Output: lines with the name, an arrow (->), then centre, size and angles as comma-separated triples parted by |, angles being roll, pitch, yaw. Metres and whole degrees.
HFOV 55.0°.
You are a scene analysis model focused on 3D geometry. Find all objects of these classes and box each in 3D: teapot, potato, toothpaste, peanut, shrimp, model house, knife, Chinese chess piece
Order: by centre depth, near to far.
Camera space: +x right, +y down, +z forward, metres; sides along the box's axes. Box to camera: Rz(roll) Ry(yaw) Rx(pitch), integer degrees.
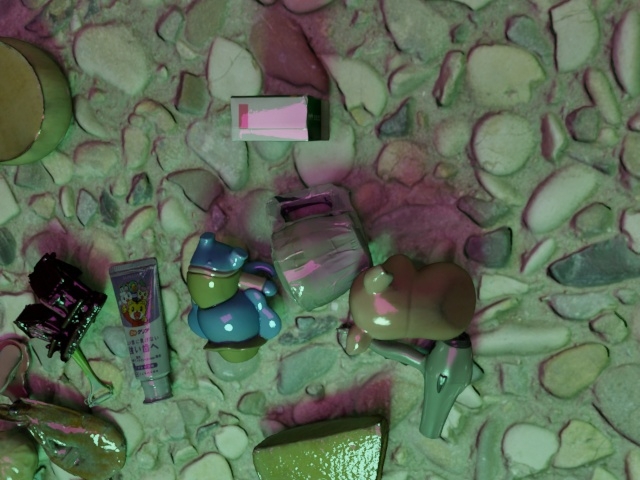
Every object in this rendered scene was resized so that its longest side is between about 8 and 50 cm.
teapot -> 0.005, 0.010, 1.161 | 0.178, 0.222, 0.163 | -24, 134, 6
potato -> -0.003, 0.441, 1.245 | 0.255, 0.112, 0.270 | 11, 99, 14
Chinese chess piece -> -0.639, -0.282, 1.255 | 0.257, 0.104, 0.258 | 3, 101, 13
model house -> -0.558, 0.143, 1.294 | 0.164, 0.141, 0.203 | 31, 102, -16
toothpaste -> -0.373, 0.193, 1.307 | 0.113, 0.073, 0.300 | -12, 90, 14
knife -> -0.531, 0.292, 1.378 | 0.078, 0.022, 0.166 | -30, 93, 9
shrimp -> -0.591, 0.448, 1.389 | 0.317, 0.077, 0.168 | 21, 104, -1
peanut -> -0.754, 0.588, 1.423 | 0.152, 0.152, 0.313 | 27, 107, 7

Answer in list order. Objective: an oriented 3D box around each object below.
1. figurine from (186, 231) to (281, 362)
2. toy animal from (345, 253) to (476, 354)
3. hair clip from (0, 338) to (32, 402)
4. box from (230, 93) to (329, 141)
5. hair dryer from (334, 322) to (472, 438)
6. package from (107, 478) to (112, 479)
figurine -> -0.169, 0.115, 1.197 | 0.179, 0.154, 0.262 | -1, 116, -12
toy animal -> 0.161, 0.107, 1.070 | 0.250, 0.154, 0.167 | -2, 101, -28
hair clip -> -0.716, 0.301, 1.419 | 0.123, 0.102, 0.138 | 21, 72, 6
box -> -0.065, -0.214, 1.088 | 0.135, 0.199, 0.081 | 2, 98, 10
hair dryer -> 0.168, 0.275, 1.206 | 0.266, 0.092, 0.229 | 0, 107, 27
package -> -0.528, 0.613, 1.434 | 0.120, 0.031, 0.108 | -13, 98, 9
